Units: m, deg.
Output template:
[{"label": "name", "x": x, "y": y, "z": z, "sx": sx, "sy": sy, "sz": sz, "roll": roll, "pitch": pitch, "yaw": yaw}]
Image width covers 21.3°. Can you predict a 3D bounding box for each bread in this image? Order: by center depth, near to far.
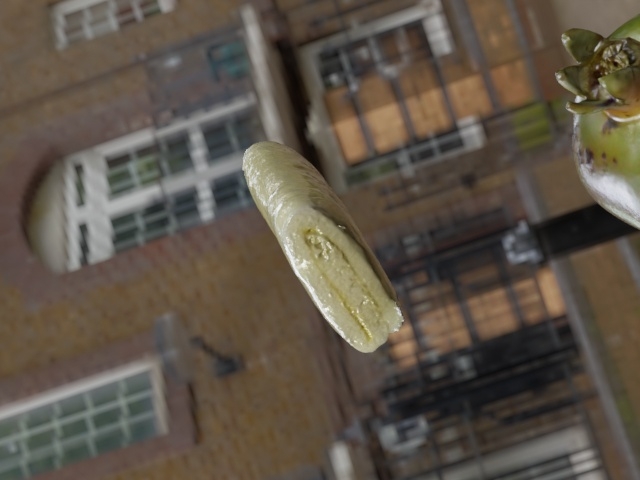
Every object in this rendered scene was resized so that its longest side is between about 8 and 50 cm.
[{"label": "bread", "x": 0.001, "y": 0.000, "z": 1.337, "sx": 0.139, "sy": 0.060, "sz": 0.178, "roll": 58, "pitch": 180, "yaw": -25}]

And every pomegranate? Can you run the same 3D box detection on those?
[{"label": "pomegranate", "x": 0.276, "y": -0.087, "z": 1.291, "sx": 0.246, "sy": 0.198, "sz": 0.198, "roll": -13, "pitch": -96, "yaw": -59}]
